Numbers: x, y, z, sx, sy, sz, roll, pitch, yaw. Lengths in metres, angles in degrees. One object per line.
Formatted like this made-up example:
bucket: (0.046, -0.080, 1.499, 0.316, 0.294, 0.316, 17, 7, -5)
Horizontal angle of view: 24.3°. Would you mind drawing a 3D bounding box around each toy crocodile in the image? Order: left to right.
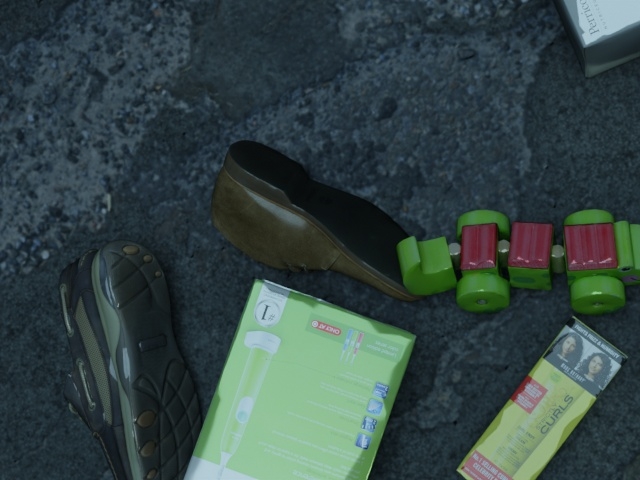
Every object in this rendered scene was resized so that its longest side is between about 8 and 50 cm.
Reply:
toy crocodile: (0.261, 0.018, 1.759, 0.340, 0.105, 0.115, -1, 65, 10)

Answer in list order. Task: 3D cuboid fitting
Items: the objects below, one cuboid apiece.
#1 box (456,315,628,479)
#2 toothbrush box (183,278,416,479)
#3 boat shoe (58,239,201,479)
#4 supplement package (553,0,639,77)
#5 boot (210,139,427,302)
box: (0.265, 0.207, 1.775, 0.087, 0.058, 0.232, 38, 92, 12)
toothbrush box: (-0.026, 0.211, 1.788, 0.206, 0.122, 0.283, 19, 87, 4)
boat shoe: (-0.245, 0.180, 1.862, 0.130, 0.132, 0.356, -12, 85, 35)
supplement package: (0.414, -0.340, 1.746, 0.293, 0.175, 0.178, -23, 81, 8)
boot: (0.000, 0.000, 1.849, 0.305, 0.112, 0.115, 32, 121, 8)
